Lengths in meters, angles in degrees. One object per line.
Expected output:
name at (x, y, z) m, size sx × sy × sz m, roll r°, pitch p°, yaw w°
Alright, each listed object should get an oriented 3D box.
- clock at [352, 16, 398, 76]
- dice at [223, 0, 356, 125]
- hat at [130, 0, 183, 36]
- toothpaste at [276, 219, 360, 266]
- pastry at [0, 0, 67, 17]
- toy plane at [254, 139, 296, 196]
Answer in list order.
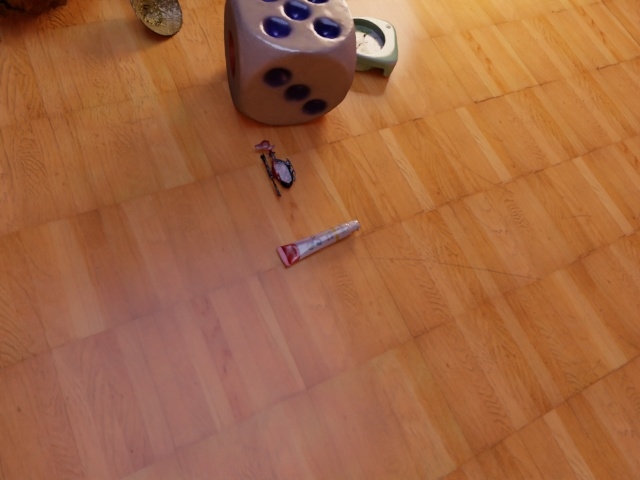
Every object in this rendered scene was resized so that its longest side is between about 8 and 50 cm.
clock at (0.102, -0.530, 1.210) m, size 0.211 × 0.066 × 0.159 m, roll 6°, pitch 65°, yaw -9°
dice at (-0.078, -0.423, 1.018) m, size 0.252 × 0.259 × 0.242 m, roll -7°, pitch 70°, yaw -16°
hat at (-0.424, -0.573, 1.120) m, size 0.146 × 0.067 × 0.145 m, roll 9°, pitch 78°, yaw -50°
toothpaste at (0.000, 0.000, 0.976) m, size 0.191 × 0.031 × 0.048 m, roll -24°, pitch 77°, yaw -18°
pastry at (-0.649, -0.714, 0.971) m, size 0.293 × 0.404 × 0.337 m, roll 7°, pitch 35°, yaw 9°
toy plane at (-0.099, -0.169, 1.024) m, size 0.060 × 0.037 × 0.145 m, roll -24°, pitch 78°, yaw -10°
